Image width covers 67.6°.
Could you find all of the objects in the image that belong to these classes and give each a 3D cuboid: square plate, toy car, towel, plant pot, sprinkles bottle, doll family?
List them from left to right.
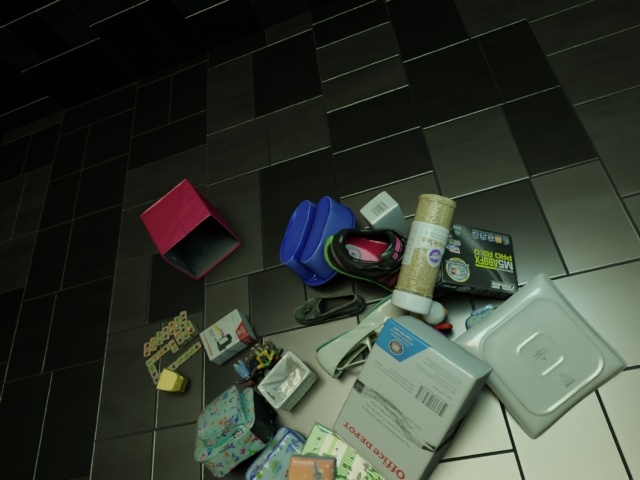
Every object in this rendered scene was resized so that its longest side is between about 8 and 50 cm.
[{"bbox_3d":[-0.546,0.531,1.786,0.084,0.081,0.081,10,67,14],"label":"plant pot"},{"bbox_3d":[-0.222,0.443,1.707,0.193,0.076,0.111,-44,61,1],"label":"doll family"},{"bbox_3d":[0.075,0.725,1.403,0.325,0.038,0.247,24,74,14],"label":"towel"},{"bbox_3d":[0.313,0.041,1.455,0.121,0.121,0.354,13,85,27],"label":"sprinkles bottle"},{"bbox_3d":[0.352,0.286,1.530,0.136,0.159,0.181,27,72,-6],"label":"toy car"},{"bbox_3d":[0.628,0.324,1.369,0.347,0.049,0.344,-38,76,0],"label":"square plate"}]

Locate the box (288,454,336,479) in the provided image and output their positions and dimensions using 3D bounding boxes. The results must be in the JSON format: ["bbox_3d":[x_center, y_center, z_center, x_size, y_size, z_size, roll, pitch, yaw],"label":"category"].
[{"bbox_3d":[-0.026,0.704,1.352,0.130,0.091,0.170,1,70,6],"label":"box"}]

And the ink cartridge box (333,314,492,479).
[{"bbox_3d":[0.252,0.455,1.361,0.286,0.166,0.394,33,106,33],"label":"ink cartridge box"}]

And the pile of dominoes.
[{"bbox_3d":[-0.599,0.414,1.891,0.251,0.040,0.196,-40,56,-3],"label":"pile of dominoes"}]

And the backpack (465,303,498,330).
[{"bbox_3d":[0.510,0.261,1.488,0.115,0.105,0.084,-22,35,7],"label":"backpack"}]

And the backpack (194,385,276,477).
[{"bbox_3d":[-0.296,0.621,1.553,0.253,0.191,0.225,-44,19,4],"label":"backpack"}]

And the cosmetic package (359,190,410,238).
[{"bbox_3d":[0.234,-0.060,1.692,0.117,0.231,0.085,-38,56,-1],"label":"cosmetic package"}]

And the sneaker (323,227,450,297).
[{"bbox_3d":[0.251,0.072,1.580,0.484,0.202,0.185,11,71,-3],"label":"sneaker"}]

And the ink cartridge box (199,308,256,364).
[{"bbox_3d":[-0.349,0.363,1.797,0.175,0.072,0.127,-35,57,1],"label":"ink cartridge box"}]

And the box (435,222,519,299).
[{"bbox_3d":[0.495,0.064,1.539,0.271,0.060,0.216,11,61,-12],"label":"box"}]

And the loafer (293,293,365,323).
[{"bbox_3d":[0.021,0.231,1.710,0.268,0.084,0.096,-14,59,15],"label":"loafer"}]

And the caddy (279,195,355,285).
[{"bbox_3d":[0.000,0.000,1.793,0.241,0.179,0.340,-6,59,47],"label":"caddy"}]

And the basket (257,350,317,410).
[{"bbox_3d":[-0.107,0.480,1.618,0.167,0.103,0.113,-47,57,-8],"label":"basket"}]

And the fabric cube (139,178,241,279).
[{"bbox_3d":[-0.537,-0.043,1.983,0.259,0.254,0.258,-41,57,-2],"label":"fabric cube"}]

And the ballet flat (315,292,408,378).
[{"bbox_3d":[0.167,0.318,1.574,0.400,0.139,0.139,-37,56,9],"label":"ballet flat"}]

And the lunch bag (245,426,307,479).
[{"bbox_3d":[-0.119,0.717,1.507,0.176,0.090,0.219,35,79,35],"label":"lunch bag"}]
